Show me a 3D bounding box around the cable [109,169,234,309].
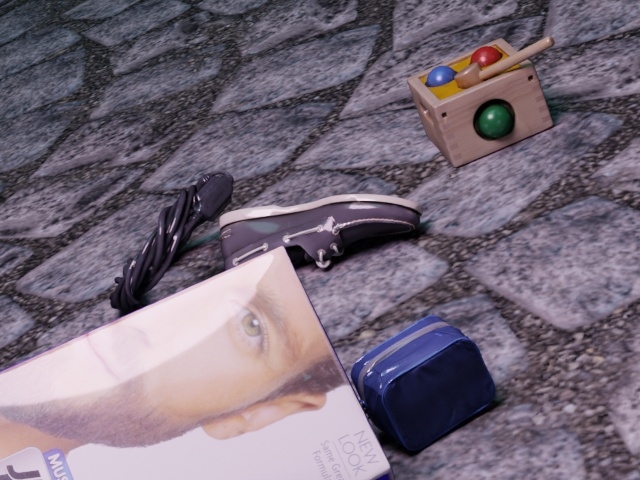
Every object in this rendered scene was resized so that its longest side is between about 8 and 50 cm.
[{"bbox_3d":[-0.158,0.005,1.592,0.150,0.047,0.184,-42,8,35],"label":"cable"}]

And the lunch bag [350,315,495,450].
[{"bbox_3d":[0.071,0.107,1.218,0.098,0.067,0.065,-29,24,-13],"label":"lunch bag"}]

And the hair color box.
[{"bbox_3d":[-0.137,0.163,1.121,0.338,0.110,0.185,-24,66,-6],"label":"hair color box"}]

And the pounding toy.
[{"bbox_3d":[0.169,-0.152,1.642,0.130,0.100,0.141,-23,24,-3],"label":"pounding toy"}]

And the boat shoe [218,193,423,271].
[{"bbox_3d":[0.000,0.000,1.542,0.206,0.075,0.065,-6,71,21],"label":"boat shoe"}]
